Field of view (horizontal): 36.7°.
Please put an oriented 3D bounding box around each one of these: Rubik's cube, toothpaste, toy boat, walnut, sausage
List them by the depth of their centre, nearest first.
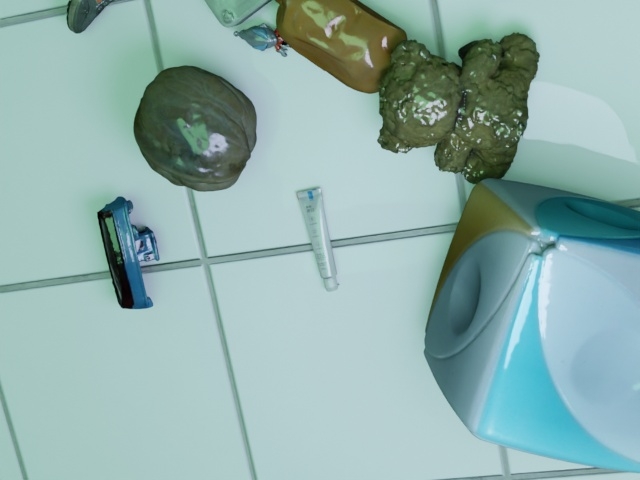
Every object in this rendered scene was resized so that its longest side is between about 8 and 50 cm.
[{"bbox_3d":[0.387,0.122,1.518,0.351,0.347,0.352,14,107,-12],"label":"Rubik's cube"},{"bbox_3d":[0.031,-0.346,1.608,0.241,0.120,0.136,36,109,-5],"label":"sausage"},{"bbox_3d":[-0.218,-0.190,1.665,0.224,0.224,0.224,3,106,10],"label":"walnut"},{"bbox_3d":[0.000,0.000,1.763,0.048,0.031,0.191,-10,100,16],"label":"toothpaste"},{"bbox_3d":[-0.350,0.026,1.812,0.097,0.100,0.223,-17,111,-21],"label":"toy boat"}]

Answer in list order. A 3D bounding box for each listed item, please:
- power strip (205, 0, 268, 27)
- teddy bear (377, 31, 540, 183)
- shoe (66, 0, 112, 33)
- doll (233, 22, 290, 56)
[{"bbox_3d":[-0.029,-0.497,1.608,0.385,0.062,0.091,-32,97,18],"label":"power strip"},{"bbox_3d":[0.217,-0.219,1.580,0.256,0.156,0.267,11,109,0],"label":"teddy bear"},{"bbox_3d":[-0.377,-0.440,1.689,0.077,0.074,0.194,30,107,-4],"label":"shoe"},{"bbox_3d":[-0.095,-0.351,1.676,0.114,0.039,0.057,3,149,1],"label":"doll"}]
